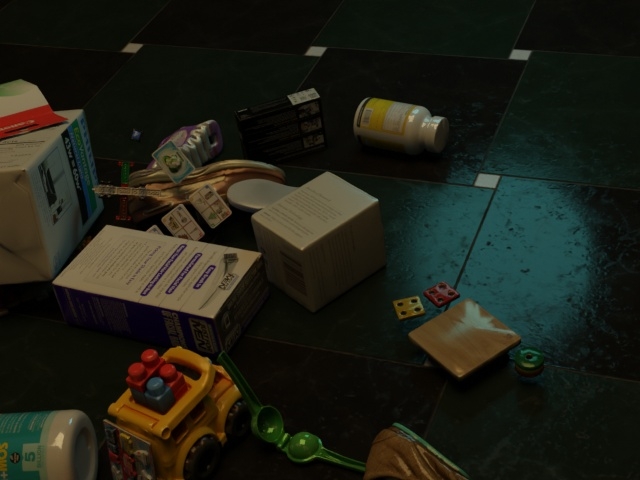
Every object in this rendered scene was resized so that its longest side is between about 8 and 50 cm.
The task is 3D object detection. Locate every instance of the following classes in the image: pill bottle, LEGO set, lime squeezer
[{"bbox_3d":[-0.483,0.336,1.640,0.264,0.146,0.146,-5,38,7],"label":"pill bottle"},{"bbox_3d":[0.169,-0.234,2.250,0.184,0.103,0.103,15,44,27],"label":"pill bottle"},{"bbox_3d":[-0.316,-0.091,2.081,0.182,0.244,0.060,-39,5,-3],"label":"LEGO set"},{"bbox_3d":[-0.038,0.286,1.652,0.310,0.110,0.059,35,32,5],"label":"lime squeezer"}]

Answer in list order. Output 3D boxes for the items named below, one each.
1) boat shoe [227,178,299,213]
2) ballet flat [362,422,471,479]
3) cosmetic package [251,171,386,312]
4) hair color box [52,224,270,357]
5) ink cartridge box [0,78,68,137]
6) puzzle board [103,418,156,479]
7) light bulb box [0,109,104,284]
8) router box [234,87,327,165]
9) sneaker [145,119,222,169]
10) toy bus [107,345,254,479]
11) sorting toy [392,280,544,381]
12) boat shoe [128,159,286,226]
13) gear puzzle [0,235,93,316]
[{"bbox_3d":[-0.066,-0.065,2.099,0.228,0.076,0.080,2,48,0],"label":"boat shoe"},{"bbox_3d":[0.195,0.373,1.487,0.342,0.116,0.124,25,69,32],"label":"ballet flat"},{"bbox_3d":[0.000,0.000,1.953,0.183,0.151,0.151,-32,43,-27],"label":"cosmetic package"},{"bbox_3d":[-0.283,0.087,1.942,0.339,0.110,0.185,9,41,25],"label":"hair color box"},{"bbox_3d":[-0.624,-0.256,2.119,0.181,0.056,0.224,-22,26,-31],"label":"ink cartridge box"},{"bbox_3d":[-0.282,0.335,1.611,0.096,0.128,0.011,20,37,32],"label":"puzzle board"},{"bbox_3d":[-0.646,-0.084,2.077,0.358,0.225,0.361,-4,23,8],"label":"light bulb box"},{"bbox_3d":[-0.081,-0.232,2.276,0.179,0.133,0.046,-17,39,-10],"label":"router box"},{"bbox_3d":[-0.308,-0.176,2.299,0.104,0.095,0.236,6,35,29],"label":"sneaker"},{"bbox_3d":[-0.217,0.239,1.653,0.149,0.211,0.220,16,43,31],"label":"toy bus"},{"bbox_3d":[0.231,0.168,1.777,0.132,0.046,0.274,-28,42,-22],"label":"sorting toy"},{"bbox_3d":[-0.227,-0.083,2.156,0.324,0.123,0.116,-7,72,-2],"label":"boat shoe"},{"bbox_3d":[-0.591,0.063,2.086,0.339,0.044,0.175,-22,40,-15],"label":"gear puzzle"}]
